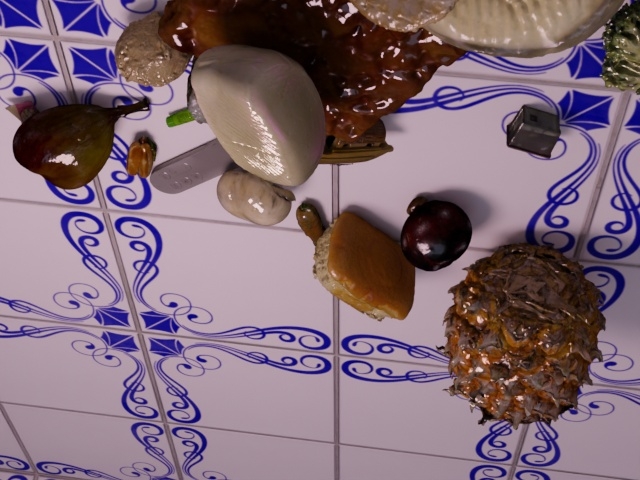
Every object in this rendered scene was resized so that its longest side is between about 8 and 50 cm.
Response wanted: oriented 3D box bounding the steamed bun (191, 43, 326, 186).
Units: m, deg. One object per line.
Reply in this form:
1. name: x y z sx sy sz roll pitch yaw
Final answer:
1. steamed bun: -0.080 -0.207 1.652 0.170 0.153 0.239 19 149 36

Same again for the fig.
1. fig: -0.440 -0.197 2.050 0.274 0.146 0.170 -26 140 16

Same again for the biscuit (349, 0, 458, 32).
1. biscuit: 0.103 -0.383 1.442 0.219 0.033 0.220 14 117 28

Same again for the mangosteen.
1. mangosteen: 0.220 -0.017 2.130 0.152 0.152 0.152 7 144 5

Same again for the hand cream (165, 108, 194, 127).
1. hand cream: -0.233 -0.236 2.023 0.122 0.023 0.036 -14 127 28

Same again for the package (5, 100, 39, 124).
1. package: -0.562 -0.238 2.096 0.059 0.029 0.083 -9 151 13

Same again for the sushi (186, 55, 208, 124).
1. sushi: -0.129 -0.253 1.890 0.225 0.126 0.136 29 140 -27

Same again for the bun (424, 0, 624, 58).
1. bun: 0.267 -0.428 1.470 0.364 0.202 0.364 13 119 23

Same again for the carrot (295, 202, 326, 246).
1. carrot: 0.000 0.000 2.282 0.049 0.049 0.254 -4 147 18

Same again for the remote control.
1. remote control: -0.241 -0.147 2.149 0.245 0.022 0.077 -19 137 35

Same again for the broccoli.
1. broccoli: 0.584 -0.212 1.597 0.252 0.361 0.221 1 140 -46

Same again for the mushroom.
1. mushroom: -0.125 -0.095 2.120 0.154 0.123 0.154 22 -179 0

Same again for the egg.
1. egg: -0.280 -0.321 1.842 0.140 0.116 0.118 -21 117 -2

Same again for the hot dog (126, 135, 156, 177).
1. hot dog: -0.352 -0.165 2.142 0.056 0.041 0.133 15 152 -6

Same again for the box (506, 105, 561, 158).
1. box: 0.377 -0.192 1.912 0.084 0.060 0.063 16 136 -8

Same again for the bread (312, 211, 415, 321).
1. bread: 0.091 0.059 2.222 0.121 0.174 0.245 -26 131 34

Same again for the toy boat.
1. toy boat: 0.036 -0.179 1.923 0.226 0.068 0.088 -5 144 -38

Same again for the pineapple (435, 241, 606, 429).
1. pineapple: 0.405 0.183 2.177 0.352 0.352 0.300 5 143 7

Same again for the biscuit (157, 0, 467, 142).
1. biscuit: -0.004 -0.351 1.688 0.395 0.166 0.342 29 145 -23
